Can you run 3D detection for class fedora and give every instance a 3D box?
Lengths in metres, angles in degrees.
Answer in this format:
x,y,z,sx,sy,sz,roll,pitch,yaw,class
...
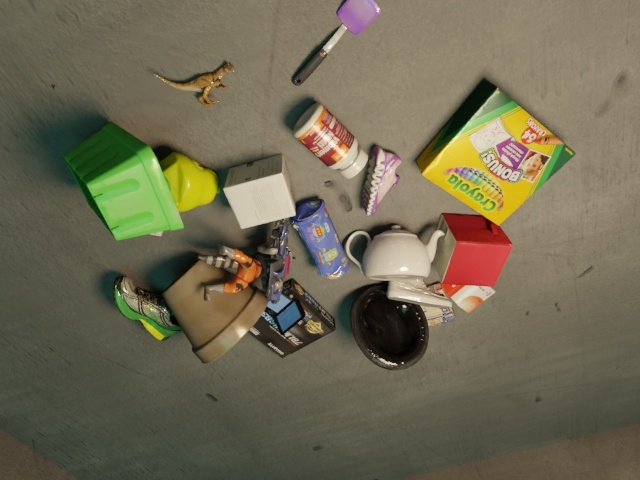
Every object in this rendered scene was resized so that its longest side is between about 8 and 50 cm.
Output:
x,y,z,sx,sy,sz,roll,pitch,yaw,class
0.257,0.343,1.599,0.333,0.335,0.152,4,158,-7,fedora

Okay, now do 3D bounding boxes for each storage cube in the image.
x,y,z,sx,sy,sz,roll,pitch,yaw,class
0.519,0.030,1.431,0.192,0.184,0.215,3,125,-4,storage cube

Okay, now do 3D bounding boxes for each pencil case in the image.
x,y,z,sx,sy,sz,roll,pitch,yaw,class
0.000,0.000,1.409,0.133,0.119,0.306,-35,124,-15,pencil case

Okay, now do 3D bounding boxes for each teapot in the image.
x,y,z,sx,sy,sz,roll,pitch,yaw,class
0.259,0.040,1.423,0.255,0.187,0.252,7,167,-31,teapot

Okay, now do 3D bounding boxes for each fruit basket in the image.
x,y,z,sx,sy,sz,roll,pitch,yaw,class
-0.473,-0.183,1.159,0.391,0.392,0.283,-8,126,2,fruit basket

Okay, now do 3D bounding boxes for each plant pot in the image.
x,y,z,sx,sy,sz,roll,pitch,yaw,class
-0.397,0.223,1.451,0.323,0.323,0.280,-38,103,20,plant pot

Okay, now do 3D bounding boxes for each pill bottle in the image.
x,y,z,sx,sy,sz,roll,pitch,yaw,class
0.033,-0.291,1.210,0.221,0.121,0.121,38,115,-25,pill bottle

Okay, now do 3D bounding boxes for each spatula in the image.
x,y,z,sx,sy,sz,roll,pitch,yaw,class
0.027,-0.533,1.097,0.084,0.030,0.296,38,115,-25,spatula

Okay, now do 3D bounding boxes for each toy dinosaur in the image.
x,y,z,sx,sy,sz,roll,pitch,yaw,class
-0.334,-0.433,1.135,0.211,0.064,0.113,-18,106,-3,toy dinosaur

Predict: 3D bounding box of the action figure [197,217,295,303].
x,y,z,sx,sy,sz,roll,pitch,yaw,class
-0.217,0.044,1.358,0.330,0.178,0.342,-4,114,-47,action figure

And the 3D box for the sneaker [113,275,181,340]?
x,y,z,sx,sy,sz,roll,pitch,yaw,class
-0.642,0.239,1.543,0.146,0.134,0.344,-28,131,7,sneaker

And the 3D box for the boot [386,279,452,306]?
x,y,z,sx,sy,sz,roll,pitch,yaw,class
0.383,0.180,1.550,0.258,0.124,0.095,13,163,-8,boot

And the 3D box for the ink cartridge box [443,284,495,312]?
x,y,z,sx,sy,sz,roll,pitch,yaw,class
0.593,0.201,1.639,0.179,0.045,0.145,31,117,-26,ink cartridge box

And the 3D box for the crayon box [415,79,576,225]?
x,y,z,sx,sy,sz,roll,pitch,yaw,class
0.542,-0.259,1.277,0.362,0.106,0.313,27,119,-21,crayon box

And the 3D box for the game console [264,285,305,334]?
x,y,z,sx,sy,sz,roll,pitch,yaw,class
-0.145,0.264,1.524,0.124,0.085,0.144,38,113,-24,game console

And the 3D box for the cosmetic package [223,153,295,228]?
x,y,z,sx,sy,sz,roll,pitch,yaw,class
-0.184,-0.154,1.272,0.183,0.151,0.152,-14,124,4,cosmetic package

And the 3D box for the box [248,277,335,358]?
x,y,z,sx,sy,sz,roll,pitch,yaw,class
-0.138,0.329,1.662,0.293,0.073,0.295,-33,120,16,box

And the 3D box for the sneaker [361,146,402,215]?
x,y,z,sx,sy,sz,roll,pitch,yaw,class
0.202,-0.185,1.319,0.104,0.095,0.237,1,124,-14,sneaker

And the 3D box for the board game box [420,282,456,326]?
x,y,z,sx,sy,sz,roll,pitch,yaw,class
0.457,0.270,1.663,0.146,0.045,0.194,-18,125,19,board game box

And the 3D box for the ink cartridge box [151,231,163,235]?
x,y,z,sx,sy,sz,roll,pitch,yaw,class
-0.585,-0.047,1.392,0.083,0.028,0.048,10,123,-11,ink cartridge box
